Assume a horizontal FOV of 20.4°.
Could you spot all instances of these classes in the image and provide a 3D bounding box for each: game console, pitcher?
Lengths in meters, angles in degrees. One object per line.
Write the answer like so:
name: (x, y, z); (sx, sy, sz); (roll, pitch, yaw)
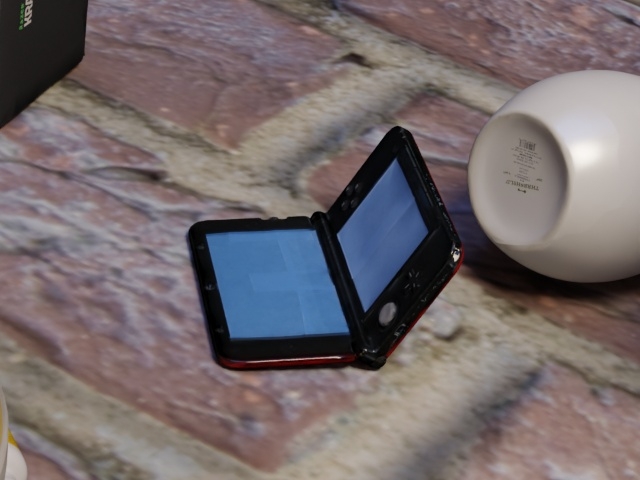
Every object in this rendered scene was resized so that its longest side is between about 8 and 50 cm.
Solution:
game console: (0.000, 0.000, 0.999); (0.085, 0.124, 0.144); (26, 25, -27)
pitcher: (0.173, -0.045, 1.098); (0.207, 0.125, 0.177); (-5, 13, -41)

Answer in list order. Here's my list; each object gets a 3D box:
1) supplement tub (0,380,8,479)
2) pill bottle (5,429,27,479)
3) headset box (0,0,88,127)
supplement tub: (-0.240, 0.019, 0.640); (0.241, 0.331, 0.241); (0, 33, 0)
pill bottle: (-0.163, 0.100, 0.828); (0.043, 0.043, 0.083); (-8, 36, -26)
headset box: (-0.277, -0.230, 1.131); (0.283, 0.246, 0.131); (18, 33, 14)
